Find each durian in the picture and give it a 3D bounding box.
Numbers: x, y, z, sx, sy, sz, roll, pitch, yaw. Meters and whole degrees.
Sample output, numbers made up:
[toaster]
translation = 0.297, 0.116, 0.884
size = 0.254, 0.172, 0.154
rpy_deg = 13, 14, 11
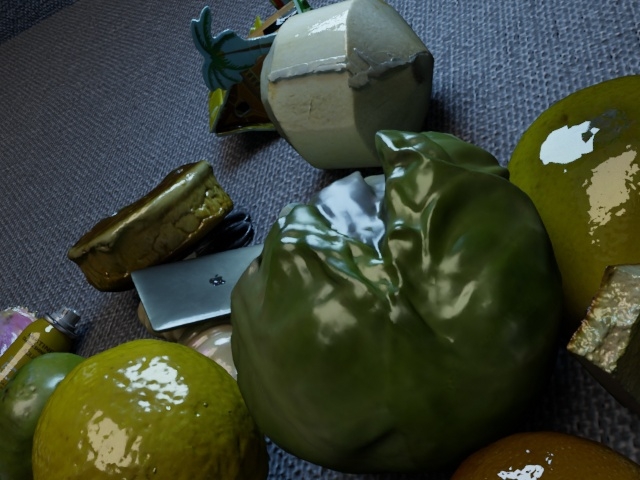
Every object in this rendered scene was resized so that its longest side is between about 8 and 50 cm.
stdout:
[durian]
translation = -0.704, 0.226, 1.598
size = 0.165, 0.132, 0.182
rpy_deg = -13, 10, 11

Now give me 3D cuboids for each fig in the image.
[fig]
translation = -0.469, 0.287, 1.284
size = 0.233, 0.233, 0.314
rpy_deg = -43, 45, -2

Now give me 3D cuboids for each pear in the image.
[pear]
translation = 0.377, -0.073, 0.961
size = 0.340, 0.191, 0.387
rpy_deg = -14, 46, 30

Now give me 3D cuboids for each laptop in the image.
[laptop]
translation = -0.180, 0.076, 1.296
size = 0.269, 0.015, 0.188
rpy_deg = -12, 35, -21

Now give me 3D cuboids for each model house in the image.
[model house]
translation = -0.154, -0.409, 1.588
size = 0.323, 0.340, 0.300
rpy_deg = -35, 38, 14

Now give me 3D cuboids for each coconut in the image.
[coconut]
translation = 0.062, -0.275, 1.331
size = 0.322, 0.323, 0.323
rpy_deg = -22, 43, 22

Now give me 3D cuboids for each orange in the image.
[orange]
translation = 0.229, 0.310, 0.690
size = 0.264, 0.264, 0.264
rpy_deg = -22, 43, 22

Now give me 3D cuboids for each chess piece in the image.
[chess piece]
translation = -0.191, 0.177, 1.254
size = 0.307, 0.138, 0.124
rpy_deg = 43, 121, 47

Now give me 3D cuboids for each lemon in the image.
[lemon]
translation = -0.234, 0.297, 1.023
size = 0.336, 0.336, 0.336
rpy_deg = -22, 43, 22

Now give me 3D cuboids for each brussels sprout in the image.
[brussels sprout]
translation = 0.110, 0.098, 0.913
size = 0.425, 0.342, 0.361
rpy_deg = -48, 61, 12

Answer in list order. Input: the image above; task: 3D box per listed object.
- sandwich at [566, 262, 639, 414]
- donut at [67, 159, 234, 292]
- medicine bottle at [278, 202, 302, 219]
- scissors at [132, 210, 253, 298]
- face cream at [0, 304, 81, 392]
[sandwich]
translation = 0.328, 0.118, 0.786
size = 0.058, 0.162, 0.193
rpy_deg = 32, 121, 51
[donut]
translation = -0.320, -0.019, 1.450
size = 0.330, 0.160, 0.330
rpy_deg = -30, 16, 10
[medicine bottle]
translation = 0.000, 0.000, 1.294
size = 0.074, 0.074, 0.218
rpy_deg = -44, 38, -4
[scissors]
translation = -0.261, 0.041, 1.504
size = 0.300, 0.022, 0.109
rpy_deg = -34, 36, 10
[face cream]
translation = -0.616, 0.279, 1.506
size = 0.105, 0.105, 0.349
rpy_deg = 23, 70, 48
